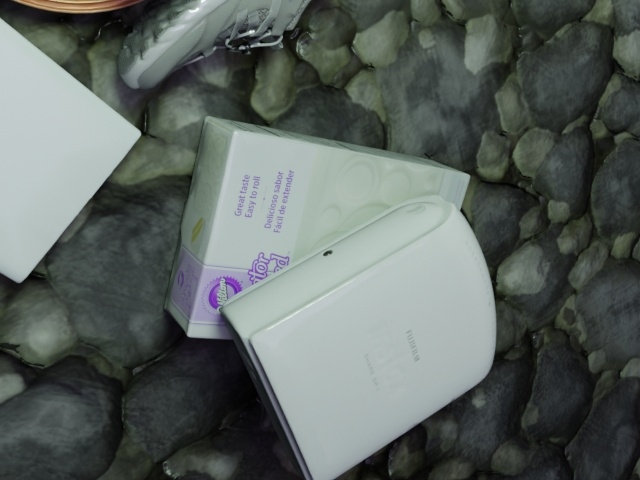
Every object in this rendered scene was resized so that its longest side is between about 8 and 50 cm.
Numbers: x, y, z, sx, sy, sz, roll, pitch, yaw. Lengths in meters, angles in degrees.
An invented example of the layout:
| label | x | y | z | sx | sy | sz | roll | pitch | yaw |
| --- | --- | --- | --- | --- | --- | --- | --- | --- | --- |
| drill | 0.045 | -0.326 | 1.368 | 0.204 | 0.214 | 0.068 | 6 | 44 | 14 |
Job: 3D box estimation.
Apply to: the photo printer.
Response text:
| label | x | y | z | sx | sy | sz | roll | pitch | yaw |
| --- | --- | --- | --- | --- | --- | --- | --- | --- | --- |
| photo printer | 0.067 | 0.108 | 0.923 | 0.307 | 0.107 | 0.256 | -29 | 121 | -16 |

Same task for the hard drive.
| label | x | y | z | sx | sy | sz | roll | pitch | yaw |
| --- | --- | --- | --- | --- | --- | --- | --- | --- | --- |
| hard drive | -0.353 | -0.121 | 0.754 | 0.307 | 0.040 | 0.203 | 40 | 86 | -34 |

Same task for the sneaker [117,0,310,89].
| label | x | y | z | sx | sy | sz | roll | pitch | yaw |
| --- | --- | --- | --- | --- | --- | --- | --- | --- | --- |
| sneaker | -0.080 | -0.233 | 0.827 | 0.281 | 0.105 | 0.115 | -39 | 125 | -10 |

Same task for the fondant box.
| label | x | y | z | sx | sy | sz | roll | pitch | yaw |
| --- | --- | --- | --- | --- | --- | --- | --- | --- | --- |
| fondant box | 0.000 | 0.000 | 0.966 | 0.330 | 0.096 | 0.238 | 7 | 105 | -30 |

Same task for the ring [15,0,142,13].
| label | x | y | z | sx | sy | sz | roll | pitch | yaw |
| --- | --- | --- | --- | --- | --- | --- | --- | --- | --- |
| ring | -0.234 | -0.383 | 0.730 | 0.336 | 0.032 | 0.337 | -10 | 113 | -25 |
